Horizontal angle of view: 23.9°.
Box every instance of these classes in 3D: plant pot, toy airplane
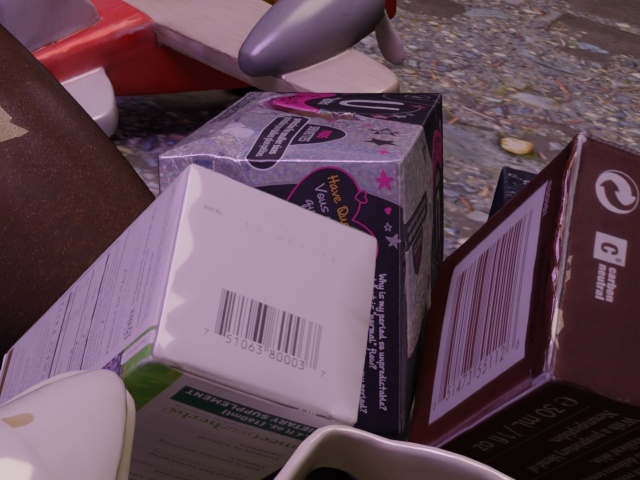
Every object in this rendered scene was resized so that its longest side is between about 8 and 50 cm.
[{"bbox_3d":[-0.201,-0.017,0.914,0.230,0.215,0.215,33,27,9],"label":"plant pot"},{"bbox_3d":[-0.115,-0.223,1.305,0.386,0.272,0.384,13,24,-3],"label":"toy airplane"}]

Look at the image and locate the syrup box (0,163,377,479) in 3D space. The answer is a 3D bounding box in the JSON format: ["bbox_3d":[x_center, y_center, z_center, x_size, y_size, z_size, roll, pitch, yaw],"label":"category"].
[{"bbox_3d":[-0.076,0.067,0.697,0.093,0.237,0.096,22,56,-21],"label":"syrup box"}]

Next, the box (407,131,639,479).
[{"bbox_3d":[0.258,0.093,0.810,0.381,0.191,0.143,16,65,-11],"label":"box"}]

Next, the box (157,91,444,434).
[{"bbox_3d":[0.000,0.000,0.933,0.142,0.163,0.247,2,14,8],"label":"box"}]

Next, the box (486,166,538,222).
[{"bbox_3d":[0.203,0.027,1.148,0.158,0.093,0.156,13,23,0],"label":"box"}]

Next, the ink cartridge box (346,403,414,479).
[{"bbox_3d":[0.113,0.151,0.902,0.179,0.045,0.145,11,20,-39],"label":"ink cartridge box"}]

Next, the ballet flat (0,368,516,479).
[{"bbox_3d":[-0.033,0.146,0.547,0.483,0.164,0.182,15,59,-3],"label":"ballet flat"}]
